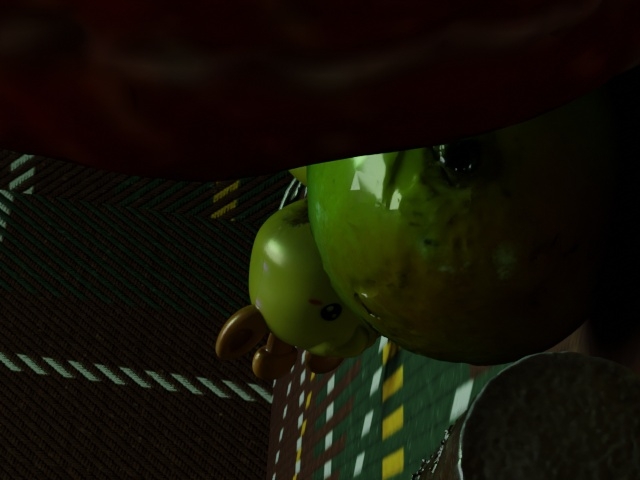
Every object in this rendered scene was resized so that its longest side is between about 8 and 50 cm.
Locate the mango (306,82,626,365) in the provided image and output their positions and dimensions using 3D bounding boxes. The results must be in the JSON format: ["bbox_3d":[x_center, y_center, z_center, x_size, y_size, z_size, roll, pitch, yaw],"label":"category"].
[{"bbox_3d":[0.050,-0.026,0.702,0.233,0.111,0.125,-95,17,-80],"label":"mango"}]

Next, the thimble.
[{"bbox_3d":[-0.021,-0.198,0.427,0.230,0.350,0.350,101,176,-51],"label":"thimble"}]

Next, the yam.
[{"bbox_3d":[0.061,0.089,0.573,0.141,0.079,0.079,106,171,-62],"label":"yam"}]

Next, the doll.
[{"bbox_3d":[0.000,0.000,1.370,0.135,0.143,0.221,40,129,44],"label":"doll"}]
